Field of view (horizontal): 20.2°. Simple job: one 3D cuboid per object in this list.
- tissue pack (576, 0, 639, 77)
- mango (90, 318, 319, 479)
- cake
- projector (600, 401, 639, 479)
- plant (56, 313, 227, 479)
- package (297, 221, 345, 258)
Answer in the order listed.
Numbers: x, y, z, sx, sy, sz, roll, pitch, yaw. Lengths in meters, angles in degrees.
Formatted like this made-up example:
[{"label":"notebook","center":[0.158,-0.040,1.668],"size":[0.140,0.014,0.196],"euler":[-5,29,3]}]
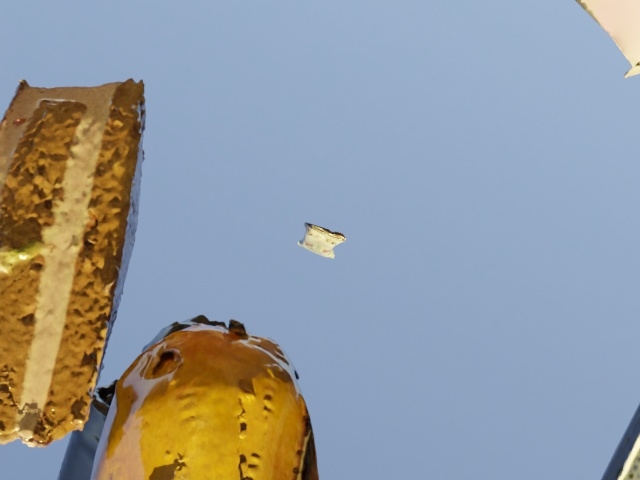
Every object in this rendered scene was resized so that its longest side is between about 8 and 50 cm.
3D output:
[{"label":"tissue pack","center":[0.277,-0.197,1.099],"size":[0.246,0.148,0.092],"euler":[-19,-110,-42]},{"label":"mango","center":[-0.072,0.175,1.143],"size":[0.151,0.156,0.248],"euler":[-6,-108,7]},{"label":"cake","center":[-0.189,0.022,1.236],"size":[0.116,0.113,0.295],"euler":[8,-132,2]},{"label":"projector","center":[0.419,0.245,1.578],"size":[0.242,0.405,0.395],"euler":[32,-165,33]},{"label":"plant","center":[-0.133,0.188,1.518],"size":[0.142,0.256,0.164],"euler":[34,-169,19]},{"label":"package","center":[0.000,0.000,1.542],"size":[0.037,0.110,0.015],"euler":[24,-99,-1]}]
